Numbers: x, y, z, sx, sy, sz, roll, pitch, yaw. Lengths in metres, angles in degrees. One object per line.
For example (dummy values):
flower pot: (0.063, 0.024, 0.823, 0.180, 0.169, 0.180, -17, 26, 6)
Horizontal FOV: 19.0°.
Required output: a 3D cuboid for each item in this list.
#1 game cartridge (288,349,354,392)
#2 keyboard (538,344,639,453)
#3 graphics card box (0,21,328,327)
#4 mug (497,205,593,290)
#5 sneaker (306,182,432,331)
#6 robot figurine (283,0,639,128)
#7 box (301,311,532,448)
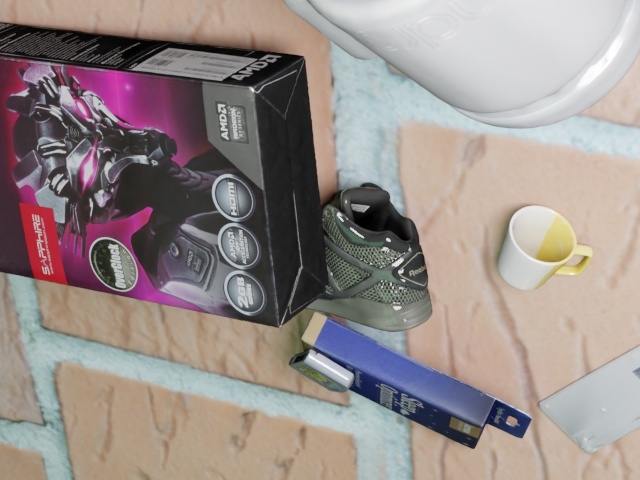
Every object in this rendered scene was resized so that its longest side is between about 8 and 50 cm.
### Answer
game cartridge: (0.003, 0.125, 1.811, 0.056, 0.017, 0.083, 28, 168, -7)
keyboard: (0.309, 0.126, 1.752, 0.072, 0.014, 0.256, 48, 133, -7)
graphics card box: (-0.176, -0.066, 1.742, 0.371, 0.094, 0.233, 10, 118, 30)
mug: (0.193, 0.017, 1.692, 0.078, 0.062, 0.064, 35, 143, 8)
sneaker: (0.000, 0.000, 1.769, 0.227, 0.087, 0.130, 11, 113, 36)
robot figurine: (0.114, -0.206, 1.401, 0.300, 0.199, 0.353, -12, 154, 35)
box: (0.090, 0.143, 1.821, 0.225, 0.036, 0.136, 24, 167, 8)
